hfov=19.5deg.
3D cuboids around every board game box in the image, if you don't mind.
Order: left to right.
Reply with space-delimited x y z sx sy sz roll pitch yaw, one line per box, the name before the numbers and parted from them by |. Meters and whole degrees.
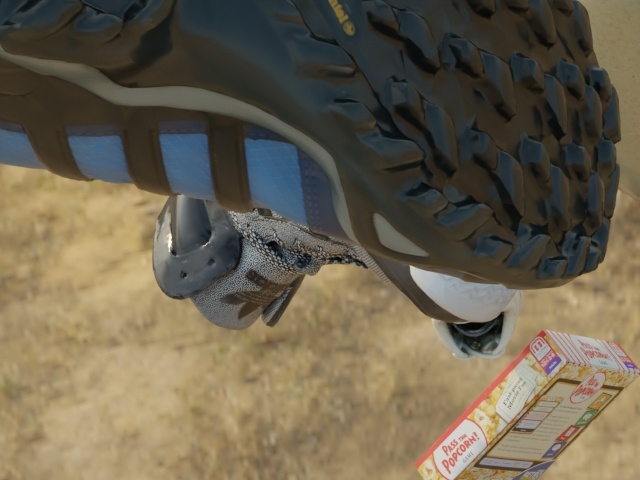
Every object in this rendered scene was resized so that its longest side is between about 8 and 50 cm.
board game box | 0.203 0.174 1.808 0.193 0.147 0.045 -49 57 20

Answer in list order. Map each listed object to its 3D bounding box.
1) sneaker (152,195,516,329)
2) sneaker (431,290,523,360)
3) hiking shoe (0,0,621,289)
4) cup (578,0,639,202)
sneaker | 0.000 0.000 0.986 0.101 0.153 0.268 20 20 -37
sneaker | 0.129 0.063 1.628 0.094 0.258 0.091 -9 73 11
hiking shoe | -0.034 -0.062 0.552 0.132 0.304 0.113 -6 67 49
cup | 0.269 -0.201 1.286 0.331 0.237 0.331 -9 70 27
